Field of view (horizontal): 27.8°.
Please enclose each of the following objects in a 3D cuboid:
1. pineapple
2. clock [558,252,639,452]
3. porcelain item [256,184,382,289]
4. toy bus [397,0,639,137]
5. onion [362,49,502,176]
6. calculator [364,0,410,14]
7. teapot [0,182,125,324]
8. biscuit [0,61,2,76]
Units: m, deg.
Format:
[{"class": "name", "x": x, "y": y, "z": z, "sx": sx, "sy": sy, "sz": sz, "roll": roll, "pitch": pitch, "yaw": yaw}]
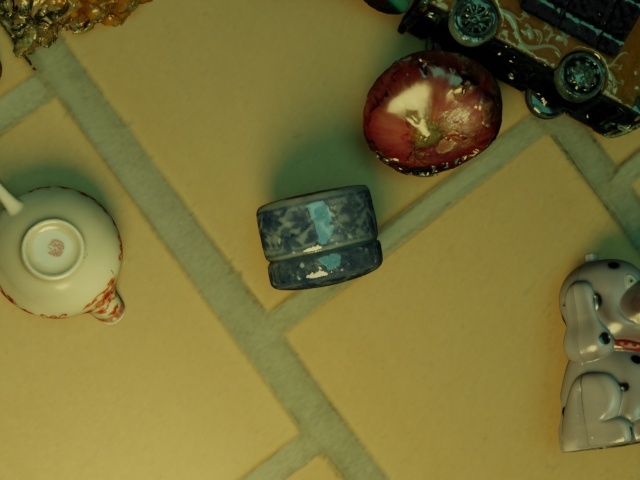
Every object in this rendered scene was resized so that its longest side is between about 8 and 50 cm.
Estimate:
[{"class": "pineapple", "x": -0.349, "y": -0.312, "z": 1.563, "sx": 0.249, "sy": 0.140, "sz": 0.164, "roll": 36, "pitch": 84, "yaw": -9}, {"class": "clock", "x": 0.380, "y": 0.138, "z": 1.650, "sx": 0.188, "sy": 0.189, "sz": 0.254, "roll": -2, "pitch": 80, "yaw": -9}, {"class": "porcelain item", "x": 0.000, "y": 0.000, "z": 1.594, "sx": 0.147, "sy": 0.147, "sz": 0.114, "roll": -11, "pitch": 89, "yaw": -9}, {"class": "toy bus", "x": 0.285, "y": -0.279, "z": 1.648, "sx": 0.323, "sy": 0.162, "sz": 0.194, "roll": 26, "pitch": 81, "yaw": -5}, {"class": "onion", "x": 0.136, "y": -0.173, "z": 1.631, "sx": 0.183, "sy": 0.184, "sz": 0.147, "roll": -5, "pitch": 45, "yaw": -9}, {"class": "calculator", "x": 0.076, "y": -0.445, "z": 1.596, "sx": 0.274, "sy": 0.058, "sz": 0.248, "roll": 36, "pitch": 75, "yaw": -47}, {"class": "teapot", "x": -0.331, "y": 0.004, "z": 1.573, "sx": 0.159, "sy": 0.116, "sz": 0.246, "roll": -36, "pitch": 87, "yaw": 2}, {"class": "biscuit", "x": -0.514, "y": -0.213, "z": 1.582, "sx": 0.236, "sy": 0.039, "sz": 0.180, "roll": -21, "pitch": 92, "yaw": -7}]
